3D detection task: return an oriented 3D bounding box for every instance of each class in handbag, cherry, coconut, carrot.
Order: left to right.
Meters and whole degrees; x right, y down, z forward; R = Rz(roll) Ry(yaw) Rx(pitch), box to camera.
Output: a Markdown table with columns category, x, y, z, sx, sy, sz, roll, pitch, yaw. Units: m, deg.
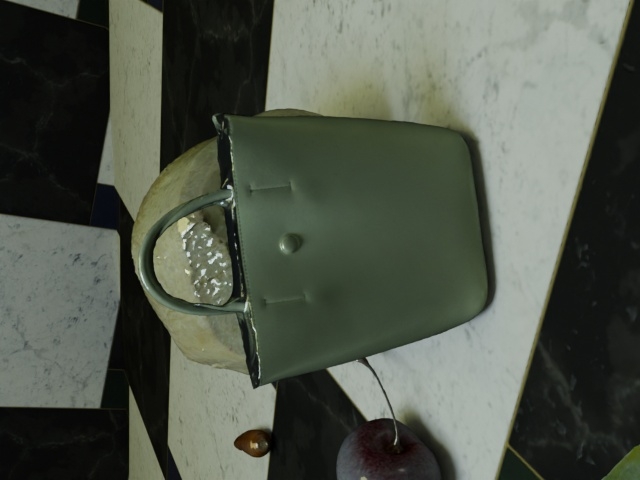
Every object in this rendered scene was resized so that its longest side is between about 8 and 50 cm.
| category | x | y | z | sx | sy | sz | roll | pitch | yaw |
| --- | --- | --- | --- | --- | --- | --- | --- | --- | --- |
| carrot | -0.135 | 0.374 | 1.289 | 0.216 | 0.048 | 0.048 | 144 | 117 | -65 |
| coconut | -0.068 | 0.009 | 0.809 | 0.254 | 0.297 | 0.297 | -27 | 71 | 60 |
| handbag | 0.000 | 0.000 | 0.629 | 0.109 | 0.315 | 0.241 | -14 | 83 | 61 |
| cherry | 0.068 | 0.254 | 0.796 | 0.148 | 0.115 | 0.188 | 54 | 180 | -32 |

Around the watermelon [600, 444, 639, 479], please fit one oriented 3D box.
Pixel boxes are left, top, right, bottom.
| category | x | y | z | sx | sy | sz | roll | pitch | yaw |
| --- | --- | --- | --- | --- | --- | --- | --- | --- | --- |
| watermelon | 0.202 | 0.238 | 0.412 | 0.224 | 0.180 | 0.305 | 30 | 116 | 8 |
